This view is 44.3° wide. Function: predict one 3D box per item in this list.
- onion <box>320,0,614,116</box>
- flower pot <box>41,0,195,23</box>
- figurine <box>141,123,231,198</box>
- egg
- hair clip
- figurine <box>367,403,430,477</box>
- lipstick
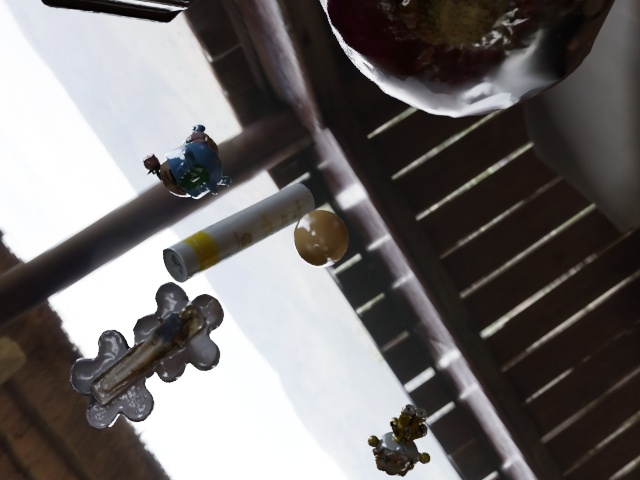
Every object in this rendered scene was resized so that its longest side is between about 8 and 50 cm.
[{"bbox_3d":[0.163,-0.337,0.866,0.385,0.347,0.348,-81,-30,-45],"label":"onion"},{"bbox_3d":[-0.247,-0.376,1.016,0.084,0.250,0.179,27,113,43],"label":"flower pot"},{"bbox_3d":[-0.248,-0.140,1.461,0.178,0.144,0.114,-91,-18,-56],"label":"figurine"},{"bbox_3d":[0.000,0.000,1.112,0.080,0.080,0.096,59,-160,-24],"label":"egg"},{"bbox_3d":[-0.247,0.167,1.129,0.146,0.257,0.075,52,-167,9],"label":"hair clip"},{"bbox_3d":[0.129,0.328,1.295,0.068,0.101,0.143,-71,-25,-58],"label":"figurine"},{"bbox_3d":[-0.115,-0.016,1.175,0.059,0.264,0.059,26,131,35],"label":"lipstick"}]
